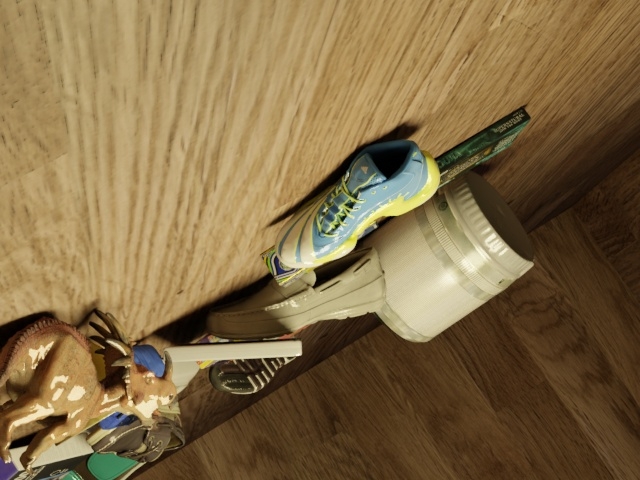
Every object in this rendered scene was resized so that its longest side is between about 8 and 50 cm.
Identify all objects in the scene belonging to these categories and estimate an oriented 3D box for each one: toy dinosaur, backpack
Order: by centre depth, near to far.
[{"bbox_3d":[-0.288,0.144,1.177,0.200,0.127,0.296,-42,155,-10],"label":"toy dinosaur"},{"bbox_3d":[-0.286,0.213,1.548,0.120,0.098,0.101,-36,166,21],"label":"backpack"}]

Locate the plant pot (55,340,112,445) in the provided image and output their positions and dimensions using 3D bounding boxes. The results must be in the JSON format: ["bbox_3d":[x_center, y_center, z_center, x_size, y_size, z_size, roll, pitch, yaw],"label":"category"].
[{"bbox_3d":[-0.301,0.186,1.349,0.134,0.095,0.134,-31,178,-1],"label":"plant pot"}]

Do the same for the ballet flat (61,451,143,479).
[{"bbox_3d":[-0.467,0.459,2.137,0.400,0.139,0.139,-35,170,4],"label":"ballet flat"}]

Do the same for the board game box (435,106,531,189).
[{"bbox_3d":[0.244,-0.140,1.716,0.186,0.026,0.126,-31,170,-13],"label":"board game box"}]

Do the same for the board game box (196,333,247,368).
[{"bbox_3d":[-0.135,0.163,1.922,0.170,0.048,0.141,-36,168,17],"label":"board game box"}]

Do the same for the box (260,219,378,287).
[{"bbox_3d":[0.000,0.000,1.543,0.169,0.054,0.059,-34,170,2],"label":"box"}]

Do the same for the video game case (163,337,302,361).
[{"bbox_3d":[-0.131,0.173,1.686,0.204,0.025,0.285,-3,175,-1],"label":"video game case"}]

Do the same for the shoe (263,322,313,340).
[{"bbox_3d":[-0.051,0.152,2.109,0.178,0.063,0.081,-29,172,10],"label":"shoe"}]

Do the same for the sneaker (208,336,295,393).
[{"bbox_3d":[-0.170,0.281,2.233,0.162,0.106,0.281,-36,171,33],"label":"sneaker"}]

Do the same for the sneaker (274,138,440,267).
[{"bbox_3d":[0.035,-0.059,1.347,0.240,0.091,0.126,-33,152,0],"label":"sneaker"}]

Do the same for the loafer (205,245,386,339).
[{"bbox_3d":[-0.040,0.084,1.713,0.319,0.111,0.112,-14,-164,-29],"label":"loafer"}]

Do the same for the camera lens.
[{"bbox_3d":[0.210,0.033,1.883,0.274,0.219,0.219,-37,169,22],"label":"camera lens"}]

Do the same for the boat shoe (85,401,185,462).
[{"bbox_3d":[-0.306,0.338,1.839,0.103,0.092,0.285,-34,169,9],"label":"boat shoe"}]

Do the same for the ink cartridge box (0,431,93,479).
[{"bbox_3d":[-0.514,0.394,1.754,0.208,0.045,0.206,-1,149,-49],"label":"ink cartridge box"}]

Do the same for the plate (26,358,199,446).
[{"bbox_3d":[-0.354,0.300,1.909,0.277,0.045,0.278,-34,169,8],"label":"plate"}]
